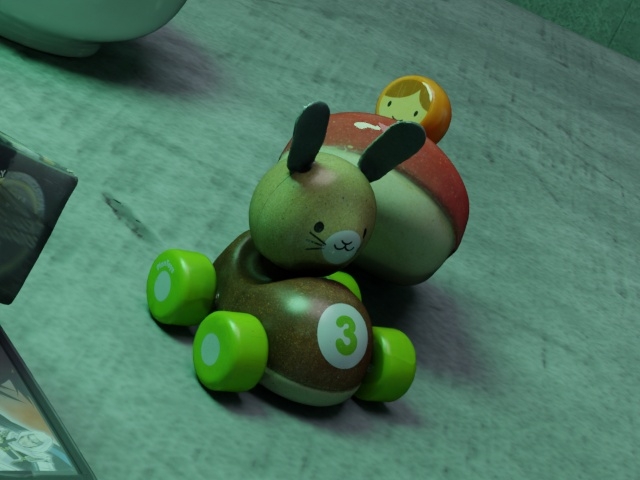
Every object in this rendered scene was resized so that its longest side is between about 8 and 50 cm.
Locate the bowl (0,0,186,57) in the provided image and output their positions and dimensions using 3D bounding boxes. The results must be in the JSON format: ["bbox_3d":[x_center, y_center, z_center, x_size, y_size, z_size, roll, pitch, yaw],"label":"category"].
[{"bbox_3d":[-0.252,-0.262,1.483,0.298,0.134,0.298,21,20,-8],"label":"bowl"}]

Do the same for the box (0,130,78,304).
[{"bbox_3d":[-0.368,-0.111,0.841,0.395,0.097,0.318,28,-2,33],"label":"box"}]

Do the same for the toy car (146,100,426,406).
[{"bbox_3d":[0.000,0.000,1.049,0.155,0.188,0.149,8,26,-37],"label":"toy car"}]

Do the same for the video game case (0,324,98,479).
[{"bbox_3d":[-0.278,0.053,0.824,0.248,0.035,0.275,8,26,-39],"label":"video game case"}]

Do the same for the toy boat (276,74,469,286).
[{"bbox_3d":[0.052,-0.058,1.218,0.151,0.151,0.231,26,-6,1],"label":"toy boat"}]
